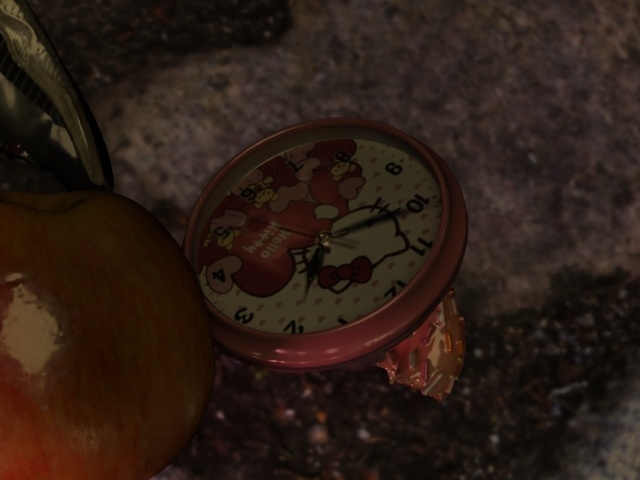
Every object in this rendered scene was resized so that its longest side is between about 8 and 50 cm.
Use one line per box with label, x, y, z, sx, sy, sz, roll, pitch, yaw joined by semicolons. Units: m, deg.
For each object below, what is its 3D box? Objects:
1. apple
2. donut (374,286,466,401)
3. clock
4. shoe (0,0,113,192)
apple;-0.213;0.069;1.418;0.264;0.264;0.264;1;82;-7
donut;0.058;0.055;1.560;0.166;0.065;0.117;28;77;-4
clock;0.000;0.001;1.514;0.244;0.056;0.244;-10;51;12
shoe;-0.257;-0.116;1.533;0.112;0.099;0.228;-28;83;-4
